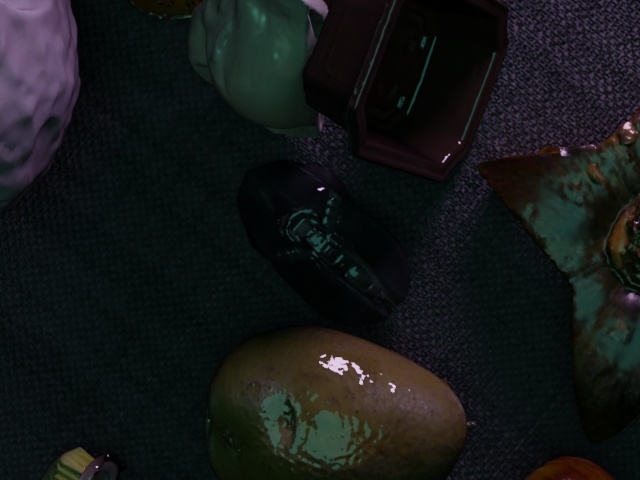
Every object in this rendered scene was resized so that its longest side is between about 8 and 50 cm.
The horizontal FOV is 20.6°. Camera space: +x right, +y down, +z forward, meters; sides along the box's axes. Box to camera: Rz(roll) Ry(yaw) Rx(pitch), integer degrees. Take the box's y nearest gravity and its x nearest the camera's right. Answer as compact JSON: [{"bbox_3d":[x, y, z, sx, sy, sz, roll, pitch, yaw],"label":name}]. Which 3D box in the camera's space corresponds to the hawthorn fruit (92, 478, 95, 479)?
[{"bbox_3d":[-0.172,0.392,1.595,0.258,0.258,0.262,4,117,4],"label":"hawthorn fruit"}]

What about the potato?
[{"bbox_3d":[0.019,0.171,1.617,0.251,0.159,0.174,4,118,-4],"label":"potato"}]

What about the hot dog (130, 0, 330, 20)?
[{"bbox_3d":[-0.073,-0.271,1.636,0.252,0.069,0.131,-7,101,7],"label":"hot dog"}]

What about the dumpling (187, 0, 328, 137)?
[{"bbox_3d":[-0.056,-0.177,1.589,0.151,0.229,0.124,32,59,16],"label":"dumpling"}]

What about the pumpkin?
[{"bbox_3d":[0.306,0.008,1.614,0.258,0.095,0.290,-25,88,9],"label":"pumpkin"}]

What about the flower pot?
[{"bbox_3d":[0.070,-0.157,1.567,0.084,0.251,0.179,22,95,27],"label":"flower pot"}]

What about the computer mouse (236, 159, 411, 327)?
[{"bbox_3d":[0.000,0.000,1.654,0.192,0.062,0.106,44,96,2],"label":"computer mouse"}]

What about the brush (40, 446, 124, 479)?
[{"bbox_3d":[-0.281,0.336,1.702,0.067,0.072,0.313,28,99,25],"label":"brush"}]

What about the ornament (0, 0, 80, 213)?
[{"bbox_3d":[-0.367,-0.159,1.532,0.337,0.337,0.337,0,93,4],"label":"ornament"}]

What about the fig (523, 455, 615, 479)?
[{"bbox_3d":[0.221,0.298,1.607,0.149,0.148,0.202,-6,91,48],"label":"fig"}]
